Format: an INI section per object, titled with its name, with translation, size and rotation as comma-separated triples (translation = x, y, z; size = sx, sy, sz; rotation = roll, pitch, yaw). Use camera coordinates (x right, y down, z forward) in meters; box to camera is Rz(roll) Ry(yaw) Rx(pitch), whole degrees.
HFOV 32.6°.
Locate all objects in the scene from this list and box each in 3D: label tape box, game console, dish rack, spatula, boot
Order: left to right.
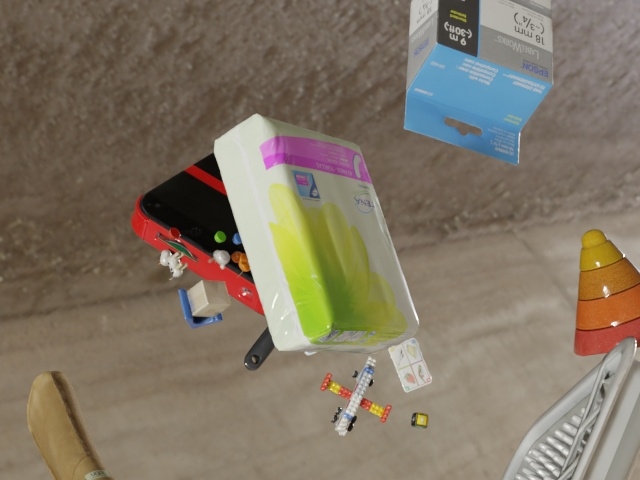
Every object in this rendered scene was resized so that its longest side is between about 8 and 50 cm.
[boot]
translation = -0.352, 0.355, 1.562
size = 0.089, 0.269, 0.236
rotation = 0, 118, -33
[game console]
translation = -0.117, -0.028, 2.025
size = 0.342, 0.386, 0.060
rotation = -37, 150, -46
[spatula]
translation = -0.041, 0.099, 1.751
size = 0.030, 0.084, 0.296
rotation = -32, -163, 48
[label tape box]
translation = 0.276, -0.325, 1.878
size = 0.240, 0.334, 0.106
rotation = 15, 155, -23
[dish rack]
translation = 0.229, 0.268, 1.075
size = 0.286, 0.072, 0.333
rotation = -58, 175, -28

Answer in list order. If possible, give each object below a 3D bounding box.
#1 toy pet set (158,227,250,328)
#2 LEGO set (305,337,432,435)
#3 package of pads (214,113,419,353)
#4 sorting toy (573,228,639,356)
[toy pet set]
translation = -0.154, 0.051, 1.425
size = 0.122, 0.114, 0.065
rotation = 6, 149, -43
[LEGO set]
translation = 0.079, 0.187, 1.669
size = 0.182, 0.244, 0.060
rotation = -19, 173, -17
[package of pads]
translation = 0.000, 0.000, 1.405
size = 0.101, 0.297, 0.229
rotation = -28, 159, 29
[sorting toy]
translation = 0.401, 0.006, 1.236
size = 0.365, 0.126, 0.127
rotation = -25, -174, -35
